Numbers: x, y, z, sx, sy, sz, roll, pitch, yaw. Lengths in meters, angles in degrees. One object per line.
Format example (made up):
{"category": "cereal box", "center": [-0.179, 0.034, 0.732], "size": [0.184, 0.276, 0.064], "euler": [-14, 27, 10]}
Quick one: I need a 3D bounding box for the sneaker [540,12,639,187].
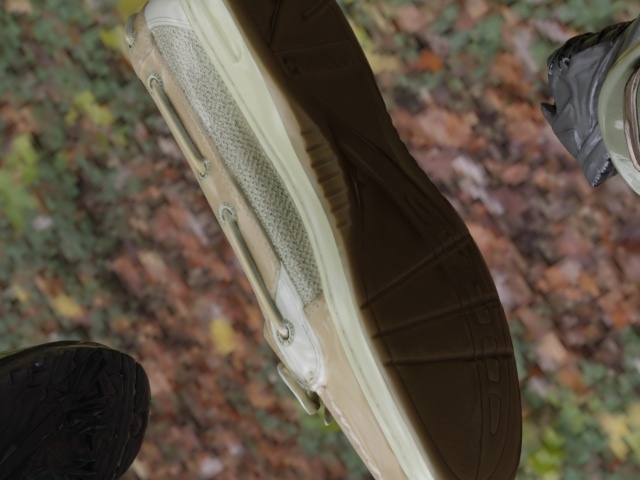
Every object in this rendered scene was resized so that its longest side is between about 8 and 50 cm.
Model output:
{"category": "sneaker", "center": [0.293, -0.170, 1.823], "size": [0.130, 0.109, 0.286], "euler": [47, 149, 16]}

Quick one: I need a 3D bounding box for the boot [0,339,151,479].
{"category": "boot", "center": [-0.242, 0.081, 0.974], "size": [0.207, 0.246, 0.094], "euler": [20, 108, 35]}

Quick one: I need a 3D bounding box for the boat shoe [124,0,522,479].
{"category": "boat shoe", "center": [-0.001, 0.000, 0.435], "size": [0.048, 0.056, 0.153], "euler": [-34, 78, 36]}

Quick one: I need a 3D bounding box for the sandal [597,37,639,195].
{"category": "sandal", "center": [0.238, -0.079, 1.154], "size": [0.120, 0.086, 0.303], "euler": [22, 163, 7]}
